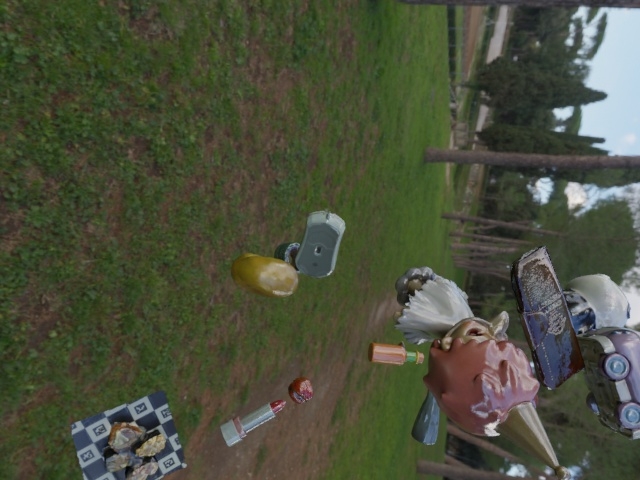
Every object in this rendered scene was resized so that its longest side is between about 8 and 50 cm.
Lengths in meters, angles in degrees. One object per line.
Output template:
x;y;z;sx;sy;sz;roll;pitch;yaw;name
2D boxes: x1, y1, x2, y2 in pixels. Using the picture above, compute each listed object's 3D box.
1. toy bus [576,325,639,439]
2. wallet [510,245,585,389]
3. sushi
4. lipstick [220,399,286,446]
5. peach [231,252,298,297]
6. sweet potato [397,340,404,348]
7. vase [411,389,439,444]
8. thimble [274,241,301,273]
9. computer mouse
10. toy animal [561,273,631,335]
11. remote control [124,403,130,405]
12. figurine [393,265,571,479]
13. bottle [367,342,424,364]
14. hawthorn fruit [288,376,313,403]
0.614;0.273;0.928;0.142;0.142;0.202;57;18;-82;toy bus
0.426;0.148;0.875;0.137;0.031;0.255;-21;94;-34;wallet
-0.373;0.424;0.918;0.193;0.040;0.209;-15;112;-26;sushi
-0.178;0.494;1.281;0.063;0.187;0.057;59;-9;25;lipstick
-0.208;0.130;1.705;0.251;0.252;0.153;36;62;-72;peach
0.285;0.392;1.661;0.095;0.034;0.034;93;17;-47;sweet potato
0.374;0.578;1.581;0.086;0.086;0.213;-9;111;-72;vase
-0.123;0.074;1.916;0.119;0.090;0.134;-21;104;-35;thimble
0.000;0.000;0.995;0.056;0.089;0.181;-83;-174;-51;computer mouse
0.836;0.231;1.491;0.212;0.267;0.212;-20;90;-89;toy animal
-0.646;0.620;1.463;0.078;0.042;0.221;-55;-162;28;remote control
0.226;0.172;0.696;0.166;0.207;0.387;-50;-153;12;figurine
0.256;0.387;1.558;0.069;0.187;0.069;-170;-90;-82;bottle
-0.066;0.519;1.592;0.093;0.093;0.092;11;90;-73;hawthorn fruit
